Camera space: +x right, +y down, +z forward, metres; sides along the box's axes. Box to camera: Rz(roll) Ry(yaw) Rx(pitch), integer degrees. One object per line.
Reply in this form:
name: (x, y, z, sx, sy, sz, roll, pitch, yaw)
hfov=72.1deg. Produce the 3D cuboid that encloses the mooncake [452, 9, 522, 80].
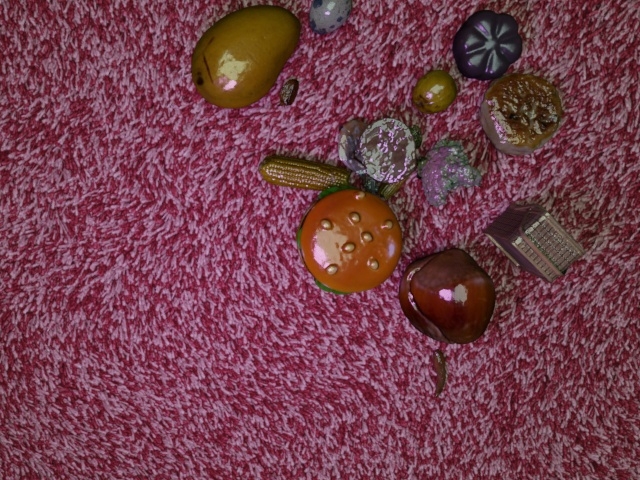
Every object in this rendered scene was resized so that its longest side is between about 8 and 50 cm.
mooncake: (0.605, -0.710, 1.599, 0.245, 0.133, 0.245, 0, 105, 2)

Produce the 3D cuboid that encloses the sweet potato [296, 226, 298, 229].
sweet potato: (0.002, -0.003, 1.748, 0.218, 0.051, 0.065, 33, 100, -3)

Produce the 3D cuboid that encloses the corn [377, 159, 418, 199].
corn: (0.300, -0.246, 1.698, 0.068, 0.068, 0.207, 38, 96, -4)

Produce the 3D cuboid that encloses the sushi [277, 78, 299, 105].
sushi: (-0.124, -0.561, 1.674, 0.055, 0.052, 0.120, 24, 101, 16)

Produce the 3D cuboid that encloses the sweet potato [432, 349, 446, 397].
sweet potato: (0.492, 0.551, 1.815, 0.050, 0.050, 0.214, -5, 100, 2)

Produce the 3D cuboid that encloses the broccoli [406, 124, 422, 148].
broccoli: (0.319, -0.384, 1.661, 0.130, 0.131, 0.120, -4, 59, 15)

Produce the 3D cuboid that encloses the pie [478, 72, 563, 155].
pie: (0.753, -0.478, 1.645, 0.315, 0.092, 0.315, 0, 96, 1)

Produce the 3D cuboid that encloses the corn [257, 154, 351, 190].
corn: (-0.060, -0.251, 1.684, 0.363, 0.120, 0.120, 11, 98, -3)

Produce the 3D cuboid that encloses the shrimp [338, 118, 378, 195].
shrimp: (0.149, -0.302, 1.675, 0.164, 0.062, 0.316, -13, 96, -19)

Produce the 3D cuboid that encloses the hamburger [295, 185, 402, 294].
hamburger: (0.105, 0.012, 1.598, 0.396, 0.277, 0.395, 0, 91, -10)

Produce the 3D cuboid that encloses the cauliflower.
cauliflower: (0.506, -0.251, 1.645, 0.315, 0.239, 0.256, 8, 58, -17)

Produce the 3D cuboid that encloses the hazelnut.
hazelnut: (0.473, 0.210, 1.635, 0.315, 0.372, 0.372, -14, 99, -36)

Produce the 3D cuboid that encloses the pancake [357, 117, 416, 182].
pancake: (0.247, -0.328, 1.615, 0.222, 0.042, 0.236, -39, 92, 18)

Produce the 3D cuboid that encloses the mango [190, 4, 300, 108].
mango: (-0.261, -0.669, 1.582, 0.445, 0.220, 0.301, -35, 93, 3)

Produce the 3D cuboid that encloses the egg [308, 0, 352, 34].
egg: (0.033, -0.832, 1.589, 0.141, 0.141, 0.182, 44, 105, -4)

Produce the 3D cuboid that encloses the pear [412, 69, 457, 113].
pear: (0.420, -0.544, 1.615, 0.162, 0.149, 0.149, -34, 96, 1)

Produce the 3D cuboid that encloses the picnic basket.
picnic basket: (0.771, -0.002, 1.596, 0.228, 0.313, 0.175, 44, 98, -4)
